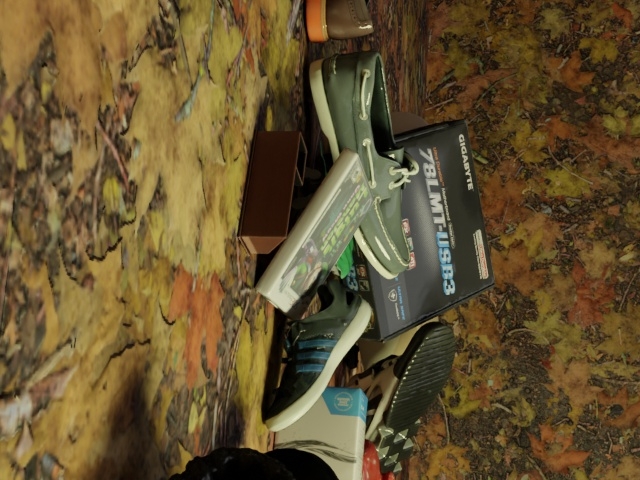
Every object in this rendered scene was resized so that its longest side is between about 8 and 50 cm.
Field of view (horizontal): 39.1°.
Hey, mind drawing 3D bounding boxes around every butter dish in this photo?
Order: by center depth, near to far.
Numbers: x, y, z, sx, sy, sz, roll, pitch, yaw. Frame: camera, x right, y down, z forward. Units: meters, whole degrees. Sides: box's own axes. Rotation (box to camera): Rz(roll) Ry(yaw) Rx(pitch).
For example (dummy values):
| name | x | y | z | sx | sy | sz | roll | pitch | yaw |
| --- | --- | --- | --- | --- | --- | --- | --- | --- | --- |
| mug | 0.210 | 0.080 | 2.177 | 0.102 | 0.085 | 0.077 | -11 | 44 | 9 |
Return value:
| name | x | y | z | sx | sy | sz | roll | pitch | yaw |
| --- | --- | --- | --- | --- | --- | --- | --- | --- | --- |
| butter dish | 0.056 | 0.372 | 1.396 | 0.160 | 0.118 | 0.160 | -11 | 103 | -80 |

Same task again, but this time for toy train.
| name | x | y | z | sx | sy | sz | roll | pitch | yaw |
| --- | --- | --- | --- | --- | --- | --- | --- | --- | --- |
| toy train | 0.064 | 0.158 | 1.643 | 0.036 | 0.027 | 0.158 | 73 | 21 | -65 |

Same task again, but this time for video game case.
| name | x | y | z | sx | sy | sz | roll | pitch | yaw |
| --- | --- | --- | --- | --- | --- | --- | --- | --- | --- |
| video game case | 0.000 | 0.000 | 1.072 | 0.190 | 0.022 | 0.173 | -58 | 164 | -8 |

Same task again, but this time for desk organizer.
| name | x | y | z | sx | sy | sz | roll | pitch | yaw |
| --- | --- | --- | --- | --- | --- | --- | --- | --- | --- |
| desk organizer | -0.049 | -0.051 | 0.952 | 0.047 | 0.050 | 0.130 | 70 | 24 | -63 |

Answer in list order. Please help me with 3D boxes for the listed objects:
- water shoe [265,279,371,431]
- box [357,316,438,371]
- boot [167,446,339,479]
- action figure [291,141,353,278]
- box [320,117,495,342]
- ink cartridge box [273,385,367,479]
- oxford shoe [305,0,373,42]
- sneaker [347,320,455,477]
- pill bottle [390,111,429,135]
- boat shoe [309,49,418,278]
| name | x | y | z | sx | sy | sz | roll | pitch | yaw |
| --- | --- | --- | --- | --- | --- | --- | --- | --- | --- |
| water shoe | -0.021 | 0.135 | 1.081 | 0.203 | 0.080 | 0.073 | -52 | -171 | -30 |
| box | 0.131 | 0.118 | 1.603 | 0.148 | 0.121 | 0.311 | -62 | 144 | -56 |
| boot | -0.059 | 0.243 | 0.733 | 0.348 | 0.131 | 0.260 | -73 | 161 | -53 |
| action figure | 0.011 | -0.013 | 1.239 | 0.232 | 0.064 | 0.137 | 66 | 25 | -58 |
| box | 0.147 | -0.024 | 1.427 | 0.293 | 0.073 | 0.295 | -19 | 103 | -40 |
| ink cartridge box | -0.003 | 0.272 | 1.104 | 0.060 | 0.104 | 0.180 | 66 | 27 | -67 |
| oxford shoe | 0.043 | -0.392 | 1.247 | 0.097 | 0.099 | 0.271 | 63 | 31 | -69 |
| sneaker | 0.105 | 0.244 | 1.480 | 0.123 | 0.146 | 0.330 | -5 | 128 | -40 |
| pill bottle | 0.159 | -0.102 | 1.686 | 0.323 | 0.182 | 0.181 | 71 | 23 | -63 |
| boat shoe | 0.078 | -0.102 | 1.223 | 0.116 | 0.099 | 0.319 | -42 | 115 | -68 |
